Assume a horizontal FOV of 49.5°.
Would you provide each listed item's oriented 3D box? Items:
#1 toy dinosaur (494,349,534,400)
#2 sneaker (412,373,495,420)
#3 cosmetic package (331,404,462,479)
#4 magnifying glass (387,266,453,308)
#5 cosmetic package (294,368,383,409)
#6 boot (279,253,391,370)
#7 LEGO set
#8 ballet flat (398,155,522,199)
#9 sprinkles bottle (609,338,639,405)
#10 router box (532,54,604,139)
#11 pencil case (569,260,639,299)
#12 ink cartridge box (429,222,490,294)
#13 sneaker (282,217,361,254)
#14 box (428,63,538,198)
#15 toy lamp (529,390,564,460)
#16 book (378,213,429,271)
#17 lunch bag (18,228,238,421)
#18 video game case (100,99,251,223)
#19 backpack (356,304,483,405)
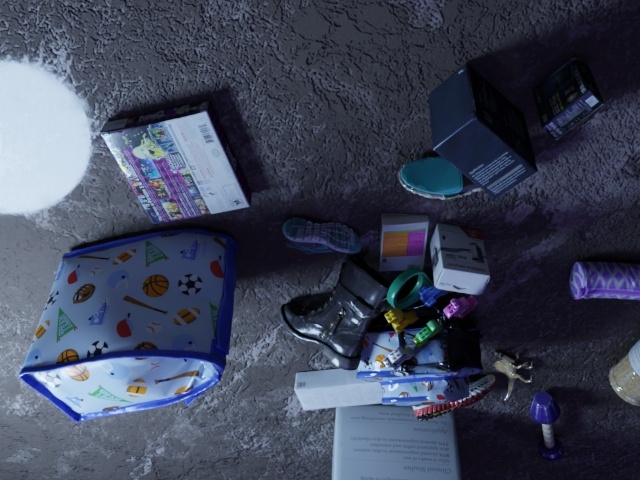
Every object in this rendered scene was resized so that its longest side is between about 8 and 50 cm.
[{"bbox_3d":[0.482,0.324,1.729,0.092,0.053,0.183,-3,129,28],"label":"toy dinosaur"},{"bbox_3d":[0.335,0.375,1.752,0.225,0.093,0.088,-16,153,-5],"label":"sneaker"},{"bbox_3d":[0.191,0.691,1.855,0.329,0.394,0.327,3,135,1],"label":"cosmetic package"},{"bbox_3d":[0.216,0.099,1.442,0.231,0.026,0.092,2,121,-51],"label":"magnifying glass"},{"bbox_3d":[0.061,0.377,1.786,0.238,0.060,0.099,-7,132,11],"label":"cosmetic package"},{"bbox_3d":[0.037,0.128,1.503,0.091,0.263,0.229,-3,118,-50],"label":"boot"},{"bbox_3d":[0.187,0.157,1.374,0.227,0.087,0.093,-44,150,19],"label":"LEGO set"},{"bbox_3d":[0.268,-0.114,1.282,0.240,0.091,0.077,-3,165,12],"label":"ballet flat"},{"bbox_3d":[0.795,0.234,1.559,0.121,0.121,0.355,12,134,-8],"label":"sprinkles bottle"},{"bbox_3d":[0.397,-0.232,1.123,0.038,0.122,0.092,33,127,-21],"label":"router box"},{"bbox_3d":[0.630,0.092,1.453,0.206,0.088,0.086,3,133,2],"label":"pencil case"},{"bbox_3d":[0.276,0.035,1.383,0.099,0.135,0.056,9,132,-6],"label":"ink cartridge box"},{"bbox_3d":[0.000,0.000,1.430,0.166,0.065,0.076,14,150,-6],"label":"sneaker"},{"bbox_3d":[0.267,-0.181,1.157,0.158,0.156,0.093,34,128,-26],"label":"box"},{"bbox_3d":[0.608,0.497,1.860,0.080,0.080,0.275,-11,132,14],"label":"toy lamp"},{"bbox_3d":[0.171,0.008,1.437,0.096,0.035,0.144,-1,135,0],"label":"book"},{"bbox_3d":[-0.350,0.164,1.413,0.385,0.328,0.239,-15,136,15],"label":"lunch bag"},{"bbox_3d":[-0.265,-0.140,1.308,0.210,0.042,0.232,-10,133,13],"label":"video game case"},{"bbox_3d":[0.210,0.261,1.541,0.263,0.213,0.276,0,166,27],"label":"backpack"}]
